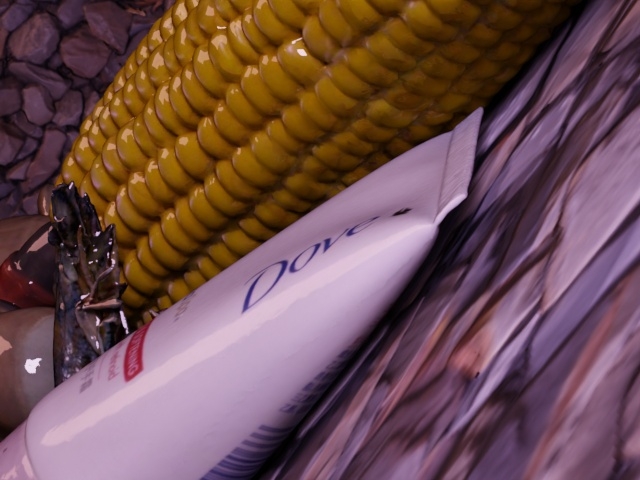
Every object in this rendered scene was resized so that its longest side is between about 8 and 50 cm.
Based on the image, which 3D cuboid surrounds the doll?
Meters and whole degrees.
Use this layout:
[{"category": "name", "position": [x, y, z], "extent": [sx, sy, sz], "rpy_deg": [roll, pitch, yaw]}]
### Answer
[{"category": "doll", "position": [-0.185, 0.094, 1.164], "extent": [0.330, 0.174, 0.235], "rpy_deg": [-55, -34, -81]}]

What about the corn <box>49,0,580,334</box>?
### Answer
[{"category": "corn", "position": [0.004, -0.082, 0.838], "extent": [0.387, 0.144, 0.144], "rpy_deg": [-50, 8, 39]}]

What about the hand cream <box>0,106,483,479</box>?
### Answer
[{"category": "hand cream", "position": [-0.030, 0.045, 0.752], "extent": [0.248, 0.083, 0.133], "rpy_deg": [-43, 9, 15]}]

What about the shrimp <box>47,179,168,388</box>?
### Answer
[{"category": "shrimp", "position": [-0.081, 0.051, 0.845], "extent": [0.091, 0.161, 0.034], "rpy_deg": [-3, 10, 31]}]
